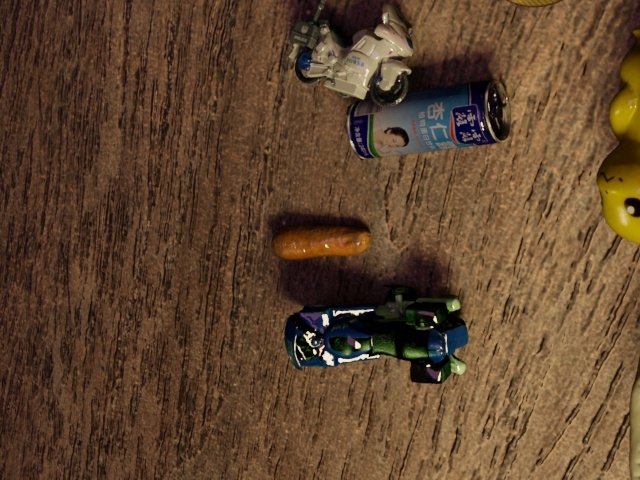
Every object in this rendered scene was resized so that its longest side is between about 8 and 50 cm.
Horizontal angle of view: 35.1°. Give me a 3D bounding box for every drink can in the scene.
[{"bbox_3d":[0.160,-0.180,1.520,0.235,0.097,0.097,-5,104,31],"label":"drink can"}]

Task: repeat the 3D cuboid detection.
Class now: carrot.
[{"bbox_3d":[0.000,0.000,1.700,0.186,0.060,0.060,-5,104,29],"label":"carrot"}]

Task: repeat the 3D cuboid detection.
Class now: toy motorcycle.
[{"bbox_3d":[0.054,-0.293,1.539,0.221,0.102,0.150,21,95,32],"label":"toy motorcycle"},{"bbox_3d":[0.072,0.149,1.622,0.331,0.196,0.125,2,107,32],"label":"toy motorcycle"}]

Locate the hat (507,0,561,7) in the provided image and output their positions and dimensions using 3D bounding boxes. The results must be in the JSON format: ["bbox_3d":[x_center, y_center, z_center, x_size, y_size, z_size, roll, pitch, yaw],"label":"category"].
[{"bbox_3d":[0.282,-0.412,1.377,0.193,0.082,0.193,11,111,29],"label":"hat"}]

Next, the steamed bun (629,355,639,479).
[{"bbox_3d":[0.588,0.232,1.310,0.342,0.255,0.368,12,84,46],"label":"steamed bun"}]

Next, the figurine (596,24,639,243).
[{"bbox_3d":[0.448,-0.114,1.309,0.169,0.218,0.327,11,103,-19],"label":"figurine"}]
